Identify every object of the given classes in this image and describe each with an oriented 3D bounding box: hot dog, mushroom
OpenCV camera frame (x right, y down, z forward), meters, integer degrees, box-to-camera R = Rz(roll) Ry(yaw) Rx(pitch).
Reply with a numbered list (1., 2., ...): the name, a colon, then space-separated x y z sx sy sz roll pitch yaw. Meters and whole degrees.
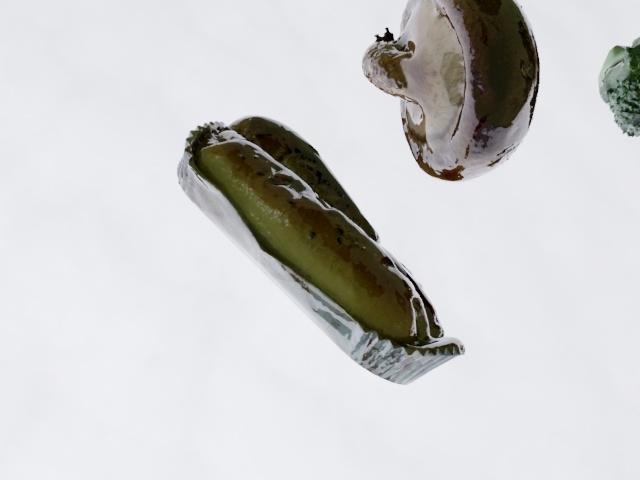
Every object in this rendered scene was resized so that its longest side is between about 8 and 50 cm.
1. hot dog: 0.000 0.000 0.852 0.270 0.082 0.162 45 -166 17
2. mushroom: 0.078 -0.095 0.664 0.087 0.127 0.127 -9 -115 -17

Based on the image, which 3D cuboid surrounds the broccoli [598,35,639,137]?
1. broccoli: 0.378 -0.142 1.090 0.254 0.269 0.269 -37 -100 -13
